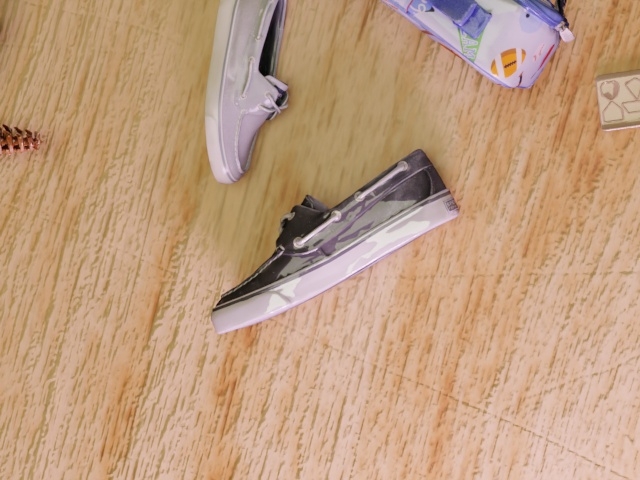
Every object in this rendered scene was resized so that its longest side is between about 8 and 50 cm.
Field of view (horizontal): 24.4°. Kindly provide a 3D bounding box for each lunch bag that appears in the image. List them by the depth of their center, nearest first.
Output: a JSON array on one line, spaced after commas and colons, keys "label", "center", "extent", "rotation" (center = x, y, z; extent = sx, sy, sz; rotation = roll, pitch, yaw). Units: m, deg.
[{"label": "lunch bag", "center": [0.121, -0.268, 1.517], "extent": [0.303, 0.243, 0.115], "rotation": [36, 101, 10]}]

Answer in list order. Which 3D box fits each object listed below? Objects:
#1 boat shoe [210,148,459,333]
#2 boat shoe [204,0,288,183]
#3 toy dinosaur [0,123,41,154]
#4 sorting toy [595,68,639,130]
[{"label": "boat shoe", "center": [0.000, 0.000, 1.632], "extent": [0.301, 0.108, 0.102], "rotation": [-30, 86, 11]}, {"label": "boat shoe", "center": [-0.077, -0.175, 1.654], "extent": [0.081, 0.079, 0.227], "rotation": [6, 91, 18]}, {"label": "toy dinosaur", "center": [-0.472, -0.182, 1.740], "extent": [0.322, 0.164, 0.218], "rotation": [15, 112, -6]}, {"label": "sorting toy", "center": [0.340, -0.152, 1.588], "extent": [0.083, 0.012, 0.062], "rotation": [-7, 87, 17]}]
